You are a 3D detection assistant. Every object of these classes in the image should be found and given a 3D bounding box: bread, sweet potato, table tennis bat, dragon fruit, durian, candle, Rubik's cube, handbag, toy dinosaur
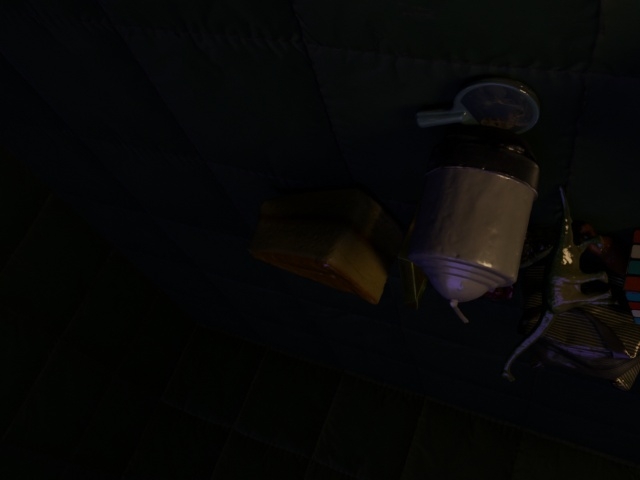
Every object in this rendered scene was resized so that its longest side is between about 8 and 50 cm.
[{"bbox_3d":[0.000,0.000,1.692,0.361,0.233,0.245,6,154,45],"label":"bread"},{"bbox_3d":[0.630,0.019,1.353,0.202,0.058,0.055,37,-165,-20],"label":"sweet potato"},{"bbox_3d":[0.284,-0.239,1.134,0.237,0.038,0.149,1,152,37],"label":"table tennis bat"},{"bbox_3d":[0.470,0.127,1.645,0.112,0.068,0.126,-1,176,15],"label":"dragon fruit"},{"bbox_3d":[0.410,0.023,1.555,0.198,0.163,0.394,-12,171,-19],"label":"durian"},{"bbox_3d":[0.289,-0.027,1.179,0.221,0.342,0.221,14,168,3],"label":"candle"},{"bbox_3d":[0.725,0.080,1.261,0.151,0.155,0.154,2,150,37],"label":"Rubik's cube"},{"bbox_3d":[0.651,0.204,1.503,0.340,0.240,0.247,10,150,31],"label":"handbag"},{"bbox_3d":[0.489,0.107,1.368,0.301,0.087,0.447,-13,102,37],"label":"toy dinosaur"}]

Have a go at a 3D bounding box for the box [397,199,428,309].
[{"bbox_3d":[0.258,0.046,1.609,0.043,0.173,0.311,16,156,19],"label":"box"}]
